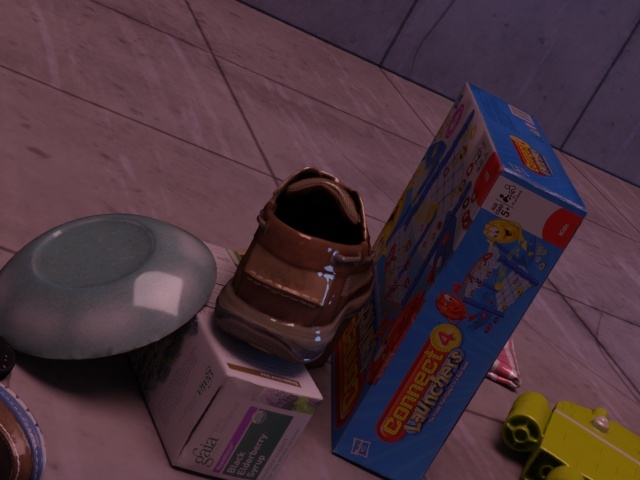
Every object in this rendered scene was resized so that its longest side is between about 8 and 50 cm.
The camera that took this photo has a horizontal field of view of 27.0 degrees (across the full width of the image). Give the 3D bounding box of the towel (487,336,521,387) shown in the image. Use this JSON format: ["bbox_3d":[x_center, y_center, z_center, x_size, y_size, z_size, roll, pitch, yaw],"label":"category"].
[{"bbox_3d":[0.153,0.099,1.590,0.197,0.029,0.144,28,19,-7],"label":"towel"}]

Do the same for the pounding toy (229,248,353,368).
[{"bbox_3d":[-0.039,0.061,1.280,0.130,0.100,0.141,38,20,25],"label":"pounding toy"}]

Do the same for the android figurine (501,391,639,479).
[{"bbox_3d":[0.303,0.245,1.390,0.248,0.056,0.273,33,20,10],"label":"android figurine"}]

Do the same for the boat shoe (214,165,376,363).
[{"bbox_3d":[0.000,0.000,1.154,0.123,0.116,0.324,21,17,0],"label":"boat shoe"}]

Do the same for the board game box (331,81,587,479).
[{"bbox_3d":[0.117,0.030,1.277,0.086,0.302,0.308,26,18,-9],"label":"board game box"}]

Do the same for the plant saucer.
[{"bbox_3d":[-0.183,0.023,1.094,0.195,0.037,0.195,-5,33,3],"label":"plant saucer"}]

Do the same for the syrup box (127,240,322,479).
[{"bbox_3d":[-0.094,0.093,1.122,0.096,0.093,0.237,18,21,-32],"label":"syrup box"}]

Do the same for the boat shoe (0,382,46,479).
[{"bbox_3d":[-0.257,0.115,0.876,0.183,0.066,0.066,29,20,31],"label":"boat shoe"}]

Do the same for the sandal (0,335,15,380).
[{"bbox_3d":[-0.311,0.054,0.997,0.179,0.040,0.067,40,20,-16],"label":"sandal"}]
